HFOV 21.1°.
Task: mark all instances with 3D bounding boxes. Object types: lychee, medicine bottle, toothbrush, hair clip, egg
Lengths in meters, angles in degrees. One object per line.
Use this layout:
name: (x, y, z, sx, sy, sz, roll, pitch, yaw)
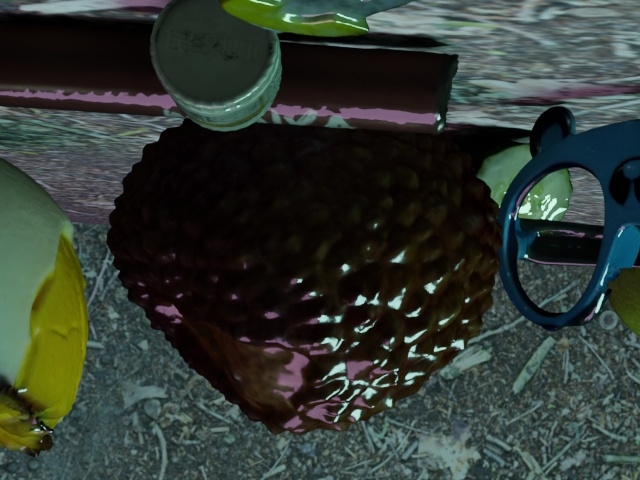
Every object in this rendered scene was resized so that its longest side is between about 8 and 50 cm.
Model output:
lychee: (0.000, 0.000, 0.872, 0.188, 0.188, 0.188, 4, 178, 0)
medicine bottle: (-0.038, -0.068, 0.653, 0.047, 0.047, 0.083, 4, 177, 0)
toothbrush: (-0.124, -0.075, 0.734, 0.364, 0.041, 0.041, 4, 178, 5)
hair clip: (0.030, -0.077, 0.479, 0.060, 0.033, 0.188, 9, 177, -42)
egg: (-0.308, 0.016, 1.273, 0.337, 0.201, 0.337, 17, 156, 8)

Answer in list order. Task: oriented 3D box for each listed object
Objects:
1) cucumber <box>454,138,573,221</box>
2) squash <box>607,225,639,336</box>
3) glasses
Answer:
cucumber: (0.084, -0.029, 1.121, 0.074, 0.074, 0.241, 5, 180, -17)
squash: (0.257, 0.011, 1.085, 0.132, 0.132, 0.247, 5, 178, -15)
glasses: (0.208, 0.028, 0.855, 0.207, 0.102, 0.239, 39, 160, -24)
